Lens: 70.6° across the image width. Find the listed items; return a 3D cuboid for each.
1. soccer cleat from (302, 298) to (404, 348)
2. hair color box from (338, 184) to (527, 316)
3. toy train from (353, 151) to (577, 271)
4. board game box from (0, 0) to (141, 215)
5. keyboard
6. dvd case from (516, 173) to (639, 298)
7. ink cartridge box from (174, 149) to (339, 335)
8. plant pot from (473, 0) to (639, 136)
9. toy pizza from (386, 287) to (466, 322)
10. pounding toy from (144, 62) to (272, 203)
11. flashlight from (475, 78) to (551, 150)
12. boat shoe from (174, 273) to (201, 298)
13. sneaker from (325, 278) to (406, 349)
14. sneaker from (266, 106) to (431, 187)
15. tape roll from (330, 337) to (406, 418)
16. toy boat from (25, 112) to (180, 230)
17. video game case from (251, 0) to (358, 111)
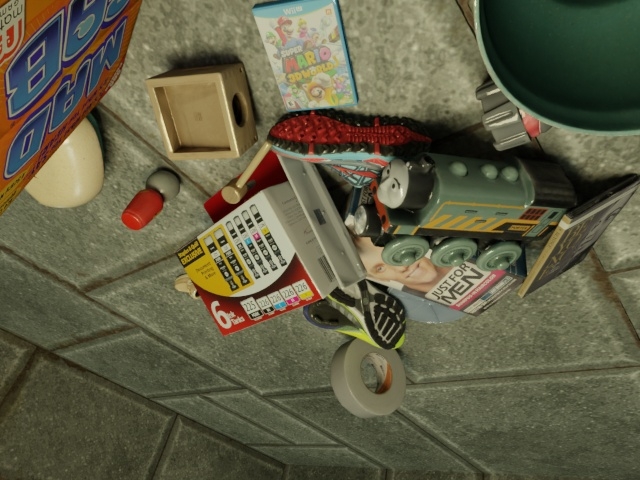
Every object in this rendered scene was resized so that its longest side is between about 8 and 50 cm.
[{"bbox_3d":[0.089,0.211,1.201,0.289,0.093,0.121,21,173,-15],"label":"soccer cleat"},{"bbox_3d":[0.196,0.021,0.884,0.348,0.105,0.173,20,142,-5],"label":"hair color box"},{"bbox_3d":[0.223,-0.051,0.708,0.334,0.142,0.190,4,142,-19],"label":"toy train"},{"bbox_3d":[-0.434,-0.295,0.482,0.356,0.356,0.356,30,141,-19],"label":"board game box"},{"bbox_3d":[0.004,-0.042,0.773,0.014,0.072,0.255,-31,83,47],"label":"keyboard"},{"bbox_3d":[0.431,0.001,0.764,0.165,0.018,0.221,-25,145,-17],"label":"dvd case"},{"bbox_3d":[-0.128,0.007,0.860,0.310,0.130,0.271,-28,93,41],"label":"ink cartridge box"},{"bbox_3d":[0.283,-0.272,0.399,0.293,0.196,0.293,7,139,6],"label":"plant pot"},{"bbox_3d":[0.257,0.133,1.067,0.202,0.032,0.201,9,142,7],"label":"toy pizza"},{"bbox_3d":[-0.149,-0.170,0.728,0.181,0.094,0.205,1,121,16],"label":"pounding toy"},{"bbox_3d":[0.354,-0.206,0.547,0.304,0.103,0.103,-15,160,32],"label":"flashlight"},{"bbox_3d":[-0.334,0.130,1.240,0.170,0.059,0.063,-3,139,22],"label":"boat shoe"},{"bbox_3d":[0.090,0.145,1.077,0.300,0.111,0.121,48,164,-20],"label":"sneaker"},{"bbox_3d":[0.040,-0.132,0.743,0.262,0.104,0.125,9,145,7],"label":"sneaker"},{"bbox_3d":[0.136,0.378,1.267,0.219,0.219,0.072,30,141,-19],"label":"tape roll"},{"bbox_3d":[-0.442,-0.144,0.879,0.318,0.148,0.267,30,136,-8],"label":"toy boat"},{"bbox_3d":[-0.017,-0.267,0.661,0.119,0.015,0.166,0,140,18],"label":"video game case"}]
